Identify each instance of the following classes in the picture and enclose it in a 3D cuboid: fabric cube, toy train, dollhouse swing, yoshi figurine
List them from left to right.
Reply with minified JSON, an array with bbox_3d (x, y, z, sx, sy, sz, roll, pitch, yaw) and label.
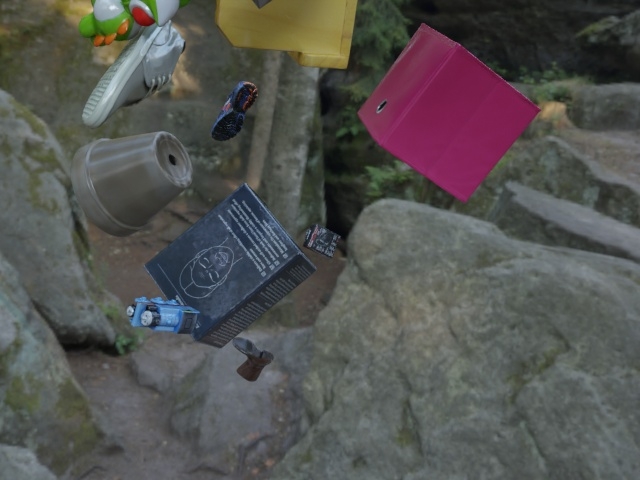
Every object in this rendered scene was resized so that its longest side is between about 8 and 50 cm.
[{"bbox_3d":[-0.426,-0.594,1.595,0.362,0.204,0.203,-19,22,26],"label":"yoshi figurine"},{"bbox_3d":[-0.404,0.193,1.738,0.105,0.080,0.184,18,3,38],"label":"toy train"},{"bbox_3d":[-0.078,-0.578,1.487,0.304,0.347,0.315,2,22,-13],"label":"dollhouse swing"},{"bbox_3d":[0.275,-0.289,1.523,0.259,0.258,0.254,30,19,-22],"label":"fabric cube"}]

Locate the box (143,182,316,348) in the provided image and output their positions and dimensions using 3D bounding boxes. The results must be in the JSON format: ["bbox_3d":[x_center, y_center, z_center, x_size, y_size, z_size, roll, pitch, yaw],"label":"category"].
[{"bbox_3d":[-0.264,0.082,2.029,0.293,0.395,0.212,51,0,20],"label":"box"}]

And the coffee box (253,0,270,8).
[{"bbox_3d":[-0.039,-0.534,1.169,0.098,0.246,0.141,53,-6,6],"label":"coffee box"}]

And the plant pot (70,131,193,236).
[{"bbox_3d":[-0.572,-0.208,2.155,0.280,0.323,0.323,-21,-5,22],"label":"plant pot"}]

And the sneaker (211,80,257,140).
[{"bbox_3d":[-0.277,-0.414,2.170,0.083,0.221,0.087,29,17,-31],"label":"sneaker"}]

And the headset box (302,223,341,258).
[{"bbox_3d":[0.000,0.000,1.667,0.083,0.062,0.032,25,-9,-25],"label":"headset box"}]

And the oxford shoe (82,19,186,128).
[{"bbox_3d":[-0.437,-0.407,1.651,0.169,0.449,0.130,-26,-58,33],"label":"oxford shoe"}]

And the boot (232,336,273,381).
[{"bbox_3d":[-0.174,0.276,1.555,0.106,0.114,0.037,31,45,-9],"label":"boot"}]
